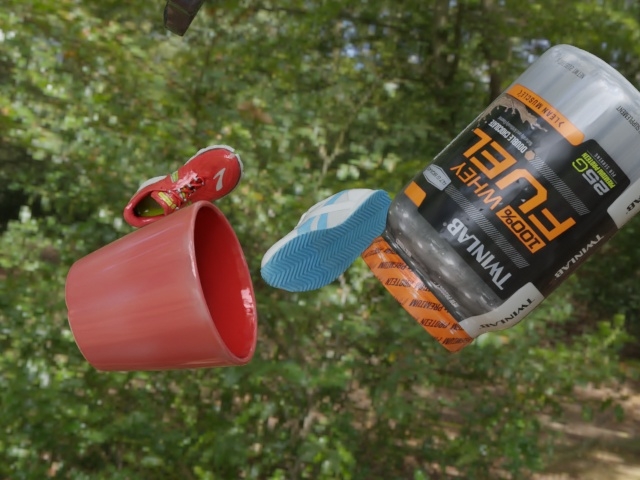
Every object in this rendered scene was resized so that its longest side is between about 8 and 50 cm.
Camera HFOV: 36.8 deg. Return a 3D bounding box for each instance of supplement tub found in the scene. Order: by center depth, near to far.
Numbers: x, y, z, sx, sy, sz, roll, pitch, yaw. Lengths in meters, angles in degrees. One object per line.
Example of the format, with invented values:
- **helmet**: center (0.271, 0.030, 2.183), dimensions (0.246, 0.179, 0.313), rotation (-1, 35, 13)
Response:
- **supplement tub**: center (0.223, -0.042, 1.103), dimensions (0.207, 0.338, 0.207), rotation (45, 6, -6)

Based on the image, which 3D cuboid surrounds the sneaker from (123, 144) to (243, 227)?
- **sneaker**: center (-0.271, -0.092, 1.893), dimensions (0.279, 0.107, 0.118), rotation (-26, 14, 27)

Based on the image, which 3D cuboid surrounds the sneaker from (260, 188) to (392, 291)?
- **sneaker**: center (0.000, 0.000, 1.360), dimensions (0.229, 0.087, 0.092), rotation (-32, 25, -33)

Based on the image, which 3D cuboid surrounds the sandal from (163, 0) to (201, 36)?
- **sandal**: center (-0.116, -0.238, 0.833), dimensions (0.054, 0.097, 0.254), rotation (30, 0, -12)

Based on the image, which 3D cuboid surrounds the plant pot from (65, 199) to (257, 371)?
- **plant pot**: center (-0.262, 0.094, 1.571), dimensions (0.243, 0.274, 0.275), rotation (-14, -7, 13)
